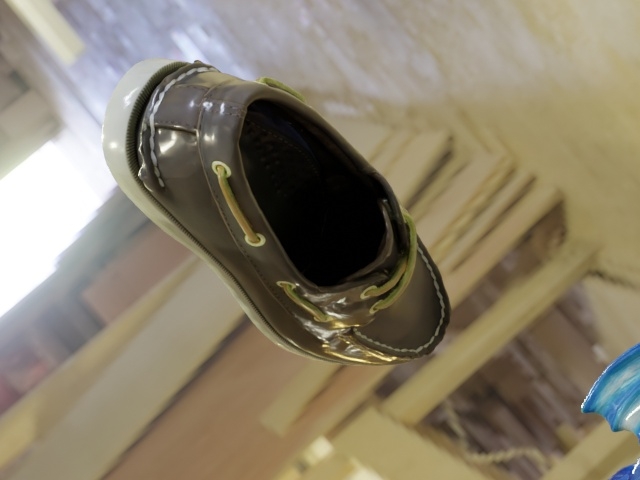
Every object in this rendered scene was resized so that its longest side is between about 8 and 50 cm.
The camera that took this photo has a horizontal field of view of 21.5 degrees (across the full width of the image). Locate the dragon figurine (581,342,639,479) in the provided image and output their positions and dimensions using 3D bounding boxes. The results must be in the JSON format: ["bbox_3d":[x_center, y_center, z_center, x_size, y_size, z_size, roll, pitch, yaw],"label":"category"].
[{"bbox_3d":[0.162,0.102,0.748,0.085,0.144,0.289,32,146,-12],"label":"dragon figurine"}]

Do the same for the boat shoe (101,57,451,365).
[{"bbox_3d":[0.000,0.000,0.730,0.069,0.081,0.228,9,160,40],"label":"boat shoe"}]
